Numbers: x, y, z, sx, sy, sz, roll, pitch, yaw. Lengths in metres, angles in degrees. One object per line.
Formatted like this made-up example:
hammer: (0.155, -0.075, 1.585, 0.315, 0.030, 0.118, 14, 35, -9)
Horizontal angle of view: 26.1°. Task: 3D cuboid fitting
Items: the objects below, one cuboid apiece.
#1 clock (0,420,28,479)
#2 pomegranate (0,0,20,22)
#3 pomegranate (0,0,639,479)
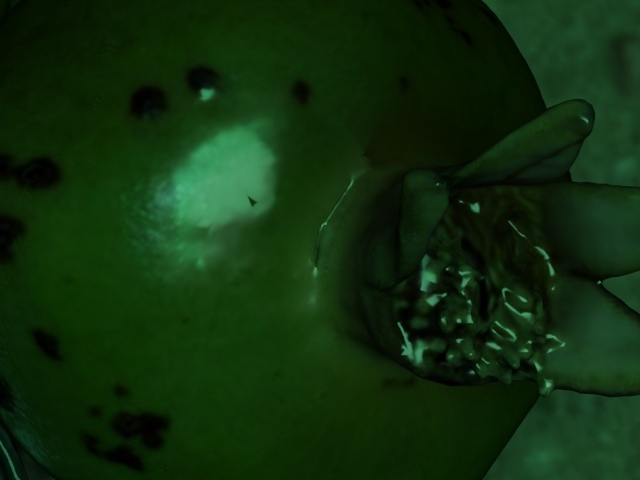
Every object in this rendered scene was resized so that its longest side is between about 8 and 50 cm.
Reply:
clock: (-0.277, 0.161, 0.601, 0.325, 0.067, 0.325, 3, 81, -20)
pomegranate: (-0.196, -0.129, 0.610, 0.210, 0.179, 0.179, -20, 90, -10)
pomegranate: (-0.011, 0.019, 0.563, 0.290, 0.323, 0.291, -13, 123, -21)
